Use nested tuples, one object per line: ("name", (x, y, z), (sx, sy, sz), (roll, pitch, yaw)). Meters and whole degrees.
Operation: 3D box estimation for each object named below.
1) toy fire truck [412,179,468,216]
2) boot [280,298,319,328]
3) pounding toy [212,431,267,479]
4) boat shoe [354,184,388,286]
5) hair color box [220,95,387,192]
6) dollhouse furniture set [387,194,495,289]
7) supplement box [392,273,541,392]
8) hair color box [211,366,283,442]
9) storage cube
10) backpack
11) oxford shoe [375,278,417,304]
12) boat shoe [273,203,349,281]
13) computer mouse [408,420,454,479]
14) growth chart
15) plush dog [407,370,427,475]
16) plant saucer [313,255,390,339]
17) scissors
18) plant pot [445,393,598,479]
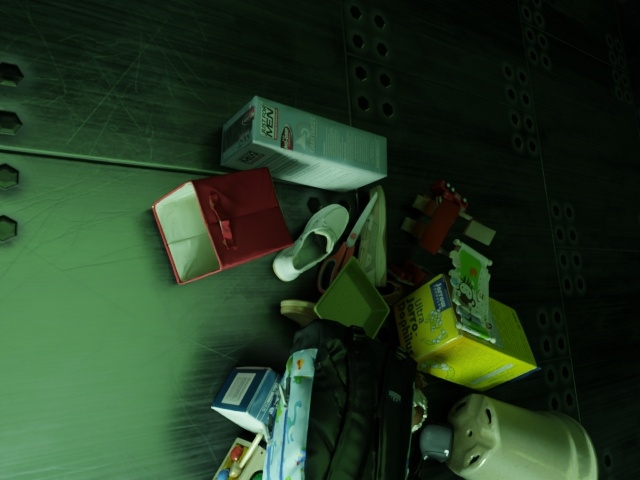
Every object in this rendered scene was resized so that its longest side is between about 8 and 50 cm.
("toy fire truck", (0.392, -0.117, 1.541), (0.192, 0.047, 0.135), (36, 63, -25))
("boot", (-0.010, 0.272, 1.158), (0.262, 0.095, 0.203), (32, 65, -30))
("pounding toy", (-0.152, 0.470, 0.985), (0.100, 0.141, 0.130), (43, 59, -19))
("boat shoe", (0.133, -0.018, 1.301), (0.098, 0.109, 0.302), (-1, 65, 10))
("hair color box", (-0.036, -0.222, 1.183), (0.375, 0.185, 0.113), (8, 76, -33))
("dollhouse furniture set", (0.311, 0.008, 1.348), (0.135, 0.262, 0.259), (20, 101, -29))
("supplement box", (0.406, 0.270, 1.337), (0.357, 0.195, 0.194), (25, 41, -30))
("hair color box", (-0.048, 0.411, 1.049), (0.347, 0.174, 0.105), (42, 58, -21))
("storage cube", (-0.208, -0.033, 1.015), (0.193, 0.215, 0.183), (-20, 91, -42))
("backpack", (0.034, 0.371, 0.873), (0.290, 0.273, 0.355), (28, 41, -30))
("oxford shoe", (0.203, 0.142, 1.341), (0.212, 0.076, 0.076), (2, 77, -36))
("boat shoe", (0.000, 0.000, 1.216), (0.098, 0.096, 0.277), (51, 57, -15))
("computer mouse", (0.266, 0.549, 1.221), (0.060, 0.262, 0.184), (17, 70, 3))
("growth chart", (0.381, 0.125, 1.197), (0.172, 0.021, 0.237), (19, 67, -33))
("plush dog", (0.183, 0.448, 1.225), (0.225, 0.211, 0.262), (-5, 113, -49))
("plant saucer", (0.068, 0.166, 1.147), (0.188, 0.045, 0.188), (55, 50, -20))
("scissors", (0.070, 0.003, 1.249), (0.021, 0.109, 0.297), (39, 63, -65))
("plant pot", (0.526, 0.595, 1.346), (0.306, 0.334, 0.333), (28, 65, -15))
